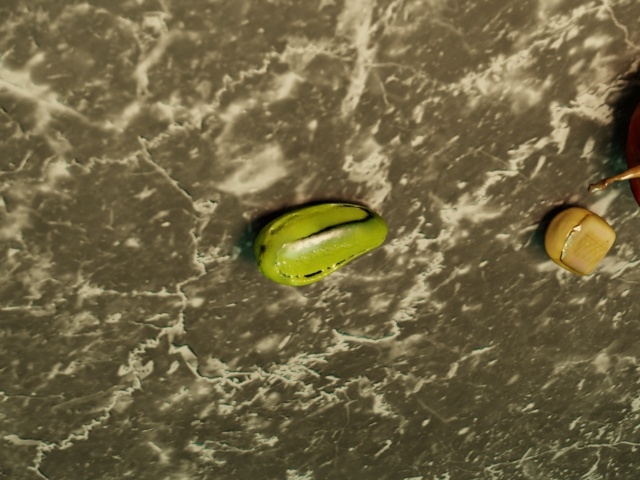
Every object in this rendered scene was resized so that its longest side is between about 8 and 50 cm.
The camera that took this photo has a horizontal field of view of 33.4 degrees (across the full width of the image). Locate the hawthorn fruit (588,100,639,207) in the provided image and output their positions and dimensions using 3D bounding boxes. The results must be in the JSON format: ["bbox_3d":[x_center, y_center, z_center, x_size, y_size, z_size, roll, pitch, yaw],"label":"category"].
[{"bbox_3d":[0.429,-0.095,1.192,0.272,0.241,0.241,-12,136,3],"label":"hawthorn fruit"}]

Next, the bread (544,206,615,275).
[{"bbox_3d":[0.326,-0.003,1.364,0.115,0.056,0.082,16,107,-51],"label":"bread"}]

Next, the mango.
[{"bbox_3d":[0.000,0.000,1.243,0.165,0.074,0.091,-14,133,-22],"label":"mango"}]
